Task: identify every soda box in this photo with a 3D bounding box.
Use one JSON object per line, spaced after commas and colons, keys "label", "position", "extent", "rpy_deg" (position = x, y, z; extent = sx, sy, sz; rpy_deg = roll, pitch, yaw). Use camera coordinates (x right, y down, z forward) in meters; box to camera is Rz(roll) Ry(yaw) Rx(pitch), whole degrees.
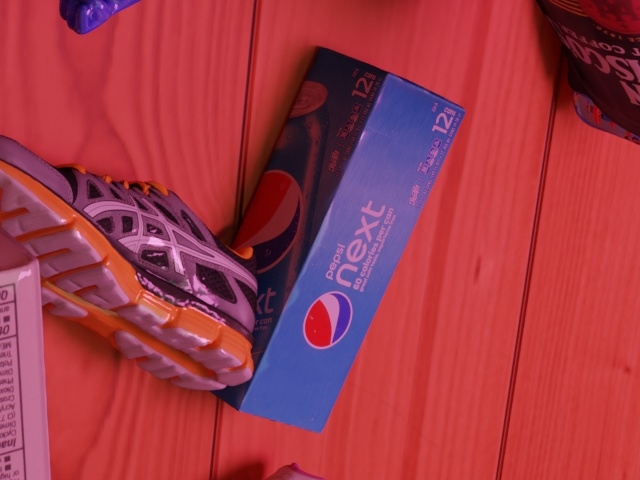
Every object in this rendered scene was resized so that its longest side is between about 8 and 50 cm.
{"label": "soda box", "position": [0.000, 0.000, 1.092], "extent": [0.071, 0.067, 0.210], "rpy_deg": [21, 94, -43]}

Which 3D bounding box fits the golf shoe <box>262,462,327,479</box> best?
{"label": "golf shoe", "position": [0.020, 0.258, 1.194], "extent": [0.140, 0.115, 0.306], "rpy_deg": [-52, 134, -15]}

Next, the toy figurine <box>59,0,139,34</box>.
{"label": "toy figurine", "position": [-0.116, -0.209, 0.832], "extent": [0.217, 0.191, 0.362], "rpy_deg": [-41, 129, -13]}

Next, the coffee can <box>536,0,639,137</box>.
{"label": "coffee can", "position": [0.172, -0.201, 0.924], "extent": [0.201, 0.201, 0.275], "rpy_deg": [-52, 139, -10]}

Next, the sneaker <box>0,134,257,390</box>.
{"label": "sneaker", "position": [-0.113, 0.000, 1.000], "extent": [0.215, 0.084, 0.083], "rpy_deg": [40, 53, -37]}

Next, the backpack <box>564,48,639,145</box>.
{"label": "backpack", "position": [0.256, -0.142, 1.195], "extent": [0.173, 0.158, 0.117], "rpy_deg": [-42, 139, -34]}

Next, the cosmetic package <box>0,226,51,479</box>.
{"label": "cosmetic package", "position": [-0.221, 0.136, 0.916], "extent": [0.153, 0.129, 0.296], "rpy_deg": [-12, 115, -30]}
